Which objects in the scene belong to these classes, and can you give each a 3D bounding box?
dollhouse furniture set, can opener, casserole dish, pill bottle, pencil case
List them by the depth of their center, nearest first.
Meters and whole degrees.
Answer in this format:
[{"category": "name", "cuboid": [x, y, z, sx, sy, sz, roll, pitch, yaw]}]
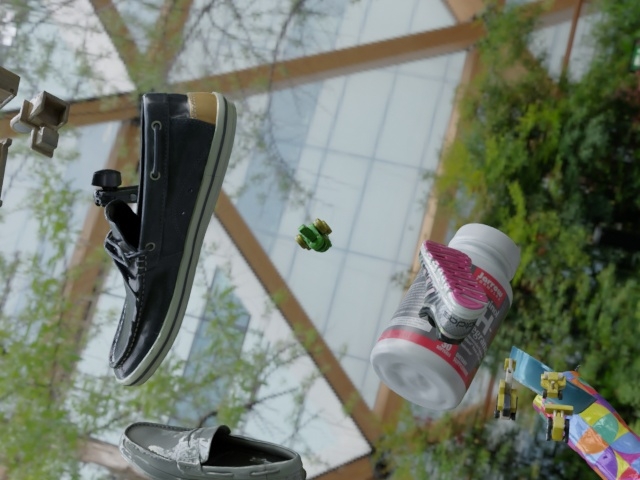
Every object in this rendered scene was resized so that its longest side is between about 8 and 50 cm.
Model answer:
[{"category": "casserole dish", "cuboid": [0.289, 0.180, 1.160, 0.037, 0.114, 0.188, -58, -9, 0]}, {"category": "pencil case", "cuboid": [0.435, 0.302, 1.400, 0.104, 0.236, 0.104, -19, -45, -21]}, {"category": "dollhouse furniture set", "cuboid": [-0.635, -0.131, 1.617, 0.303, 0.173, 0.356, 26, -129, -40]}, {"category": "pill bottle", "cuboid": [0.235, 0.127, 1.617, 0.319, 0.176, 0.176, -56, -24, -29]}, {"category": "can opener", "cuboid": [-0.335, -0.085, 1.619, 0.186, 0.059, 0.073, -1, -70, -60]}]

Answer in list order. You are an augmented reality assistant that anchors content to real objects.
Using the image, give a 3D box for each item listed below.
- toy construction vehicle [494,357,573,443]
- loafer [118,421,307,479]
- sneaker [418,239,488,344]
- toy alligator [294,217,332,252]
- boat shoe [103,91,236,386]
[{"category": "toy construction vehicle", "cuboid": [0.243, 0.176, 1.027, 0.098, 0.085, 0.035, -67, -23, -47]}, {"category": "loafer", "cuboid": [-0.173, 0.337, 1.443, 0.112, 0.319, 0.112, -55, -28, -60]}, {"category": "sneaker", "cuboid": [0.139, 0.059, 1.031, 0.170, 0.063, 0.075, -104, 32, -62]}, {"category": "toy alligator", "cuboid": [0.000, 0.000, 1.652, 0.056, 0.051, 0.189, -39, -12, 7]}, {"category": "boat shoe", "cuboid": [-0.270, -0.004, 1.432, 0.187, 0.156, 0.500, -126, 51, -62]}]
